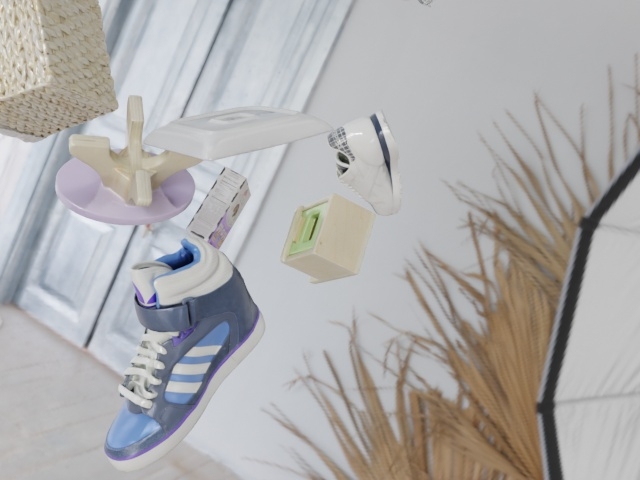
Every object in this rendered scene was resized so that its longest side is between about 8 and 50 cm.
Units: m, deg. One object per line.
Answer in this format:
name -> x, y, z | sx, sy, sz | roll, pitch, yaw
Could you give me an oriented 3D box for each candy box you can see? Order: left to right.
candy box -> -0.265, -0.077, 1.902 | 0.070, 0.196, 0.165 | 29, -12, 5

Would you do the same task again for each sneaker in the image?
sneaker -> -0.240, 0.144, 1.036 | 0.130, 0.323, 0.236 | 18, -32, 47
sneaker -> 0.070, -0.109, 1.111 | 0.235, 0.095, 0.090 | 70, -1, -57

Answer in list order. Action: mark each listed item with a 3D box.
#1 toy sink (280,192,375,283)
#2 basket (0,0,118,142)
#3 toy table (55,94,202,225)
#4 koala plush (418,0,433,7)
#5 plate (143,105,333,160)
toy sink -> 0.000, 0.000, 1.690 | 0.131, 0.152, 0.234 | 26, -19, -22
basket -> -0.673, -0.432, 1.662 | 0.267, 0.328, 0.331 | -13, -4, 11
toy table -> -0.373, -0.141, 1.423 | 0.274, 0.161, 0.252 | -11, 65, -29
koala plush -> 0.231, -0.652, 1.727 | 0.196, 0.221, 0.203 | 28, -36, 8
plate -> -0.162, -0.215, 1.375 | 0.278, 0.045, 0.277 | -18, 23, -33
